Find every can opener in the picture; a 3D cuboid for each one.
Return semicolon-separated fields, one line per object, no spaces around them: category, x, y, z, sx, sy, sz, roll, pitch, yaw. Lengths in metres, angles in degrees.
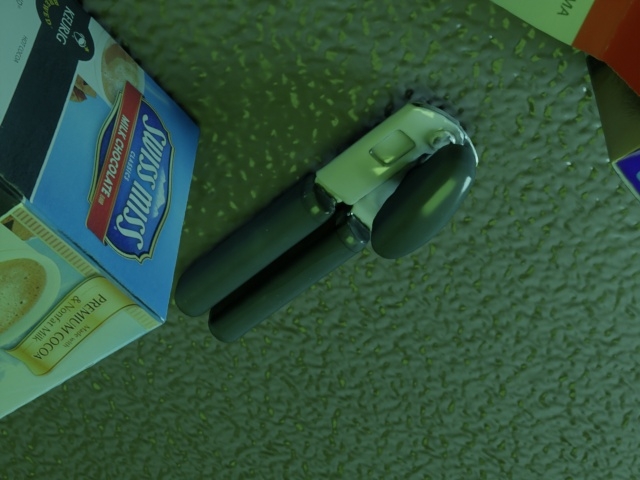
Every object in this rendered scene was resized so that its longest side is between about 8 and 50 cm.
can opener;0.000;0.000;1.084;0.283;0.095;0.076;-37;117;27

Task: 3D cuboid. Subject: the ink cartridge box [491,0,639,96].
ink cartridge box;0.167;-0.203;0.838;0.066;0.232;0.189;-3;134;-31

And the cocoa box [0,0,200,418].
cocoa box;-0.291;-0.006;1.011;0.347;0.231;0.228;-30;121;25

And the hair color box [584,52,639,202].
hair color box;0.336;-0.152;0.884;0.339;0.185;0.110;-32;123;25
